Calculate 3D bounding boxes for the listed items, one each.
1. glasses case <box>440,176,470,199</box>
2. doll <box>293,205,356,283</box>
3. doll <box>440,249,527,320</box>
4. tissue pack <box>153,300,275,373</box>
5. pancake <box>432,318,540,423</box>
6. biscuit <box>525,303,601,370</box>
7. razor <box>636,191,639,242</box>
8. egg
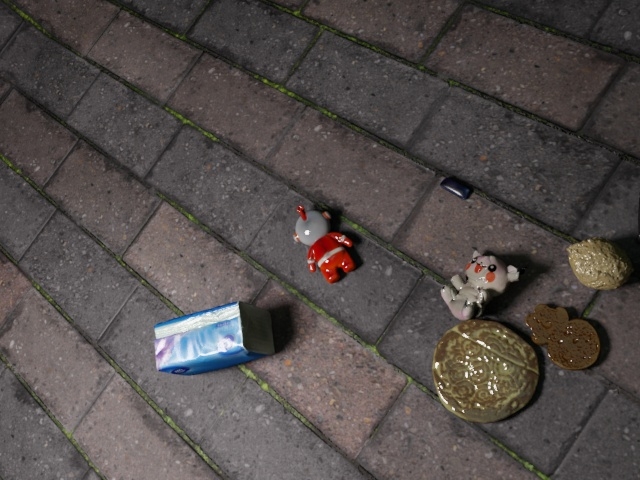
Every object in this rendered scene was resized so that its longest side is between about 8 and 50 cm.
[{"bbox_3d":[0.358,-0.141,1.585,0.083,0.023,0.033,35,89,28],"label":"glasses case"},{"bbox_3d":[0.000,0.000,1.655,0.142,0.076,0.245,-36,66,6],"label":"doll"},{"bbox_3d":[0.387,0.111,1.439,0.192,0.095,0.149,-51,32,-2],"label":"doll"},{"bbox_3d":[-0.282,0.269,1.604,0.264,0.198,0.146,-16,69,17],"label":"tissue pack"},{"bbox_3d":[0.382,0.309,1.412,0.250,0.031,0.250,-7,69,19],"label":"pancake"},{"bbox_3d":[0.559,0.220,1.374,0.124,0.026,0.175,-46,62,0],"label":"biscuit"},{"bbox_3d":[0.776,-0.055,1.366,0.090,0.054,0.148,6,75,24],"label":"razor"},{"bbox_3d":[0.631,0.052,1.353,0.140,0.118,0.116,32,103,37],"label":"egg"}]
